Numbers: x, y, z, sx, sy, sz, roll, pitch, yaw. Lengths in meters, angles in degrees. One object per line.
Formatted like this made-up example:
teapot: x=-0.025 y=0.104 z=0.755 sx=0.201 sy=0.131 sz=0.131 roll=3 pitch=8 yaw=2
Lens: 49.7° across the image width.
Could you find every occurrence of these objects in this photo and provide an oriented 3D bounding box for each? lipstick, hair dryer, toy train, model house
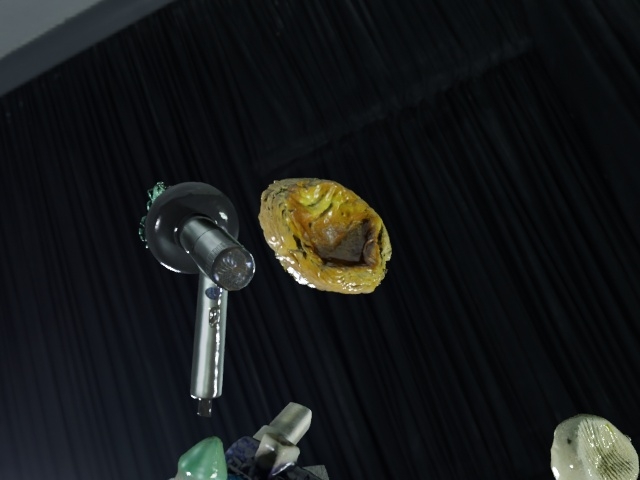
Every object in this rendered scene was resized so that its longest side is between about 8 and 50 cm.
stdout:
lipstick: x=-0.099 y=0.438 z=1.489 sx=0.253 sy=0.077 sz=0.079 roll=-34 pitch=137 yaw=-60
hair dryer: x=-0.199 y=0.084 z=1.045 sx=0.155 sy=0.320 sz=0.284 roll=18 pitch=103 yaw=-23
toy train: x=-0.318 y=-0.046 z=1.380 sx=0.071 sy=0.148 sz=0.038 roll=29 pitch=144 yaw=-36
model house: x=-0.124 y=0.411 z=0.965 sx=0.243 sy=0.284 sz=0.298 roll=18 pitch=168 yaw=28

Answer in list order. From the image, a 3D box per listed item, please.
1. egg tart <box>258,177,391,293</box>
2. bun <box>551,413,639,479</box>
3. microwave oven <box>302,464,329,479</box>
egg tart: x=0.000 y=0.000 z=1.589 sx=0.351 sy=0.352 sz=0.150 roll=-2 pitch=142 yaw=-40
bun: x=0.704 y=0.586 z=1.801 sx=0.259 sy=0.259 sz=0.160 roll=-6 pitch=153 yaw=-34
microwave oven: x=-0.175 y=0.821 z=1.845 sx=0.431 sy=0.375 sz=0.236 roll=3 pitch=140 yaw=-30
